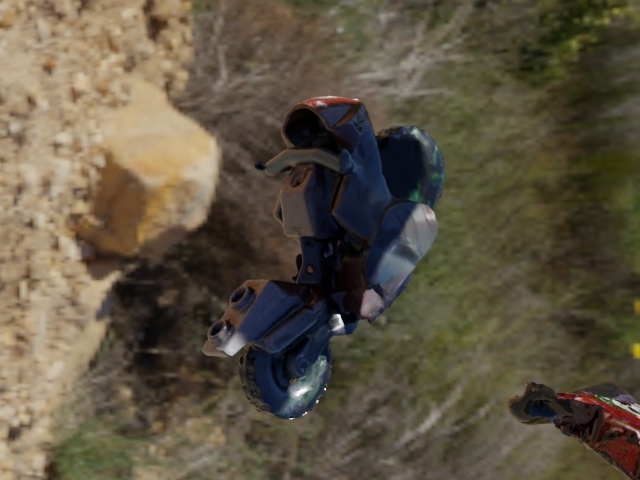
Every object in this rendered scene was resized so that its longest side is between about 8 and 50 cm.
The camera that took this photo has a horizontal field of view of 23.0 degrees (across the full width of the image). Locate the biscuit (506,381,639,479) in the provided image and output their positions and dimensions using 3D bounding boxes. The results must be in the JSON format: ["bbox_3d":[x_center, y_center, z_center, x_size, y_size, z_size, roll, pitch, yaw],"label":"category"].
[{"bbox_3d":[0.269,0.179,1.271,0.151,0.235,0.063,17,106,-44],"label":"biscuit"}]

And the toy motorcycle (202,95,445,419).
[{"bbox_3d":[0.001,0.000,0.953,0.122,0.082,0.213,43,64,-26],"label":"toy motorcycle"}]
